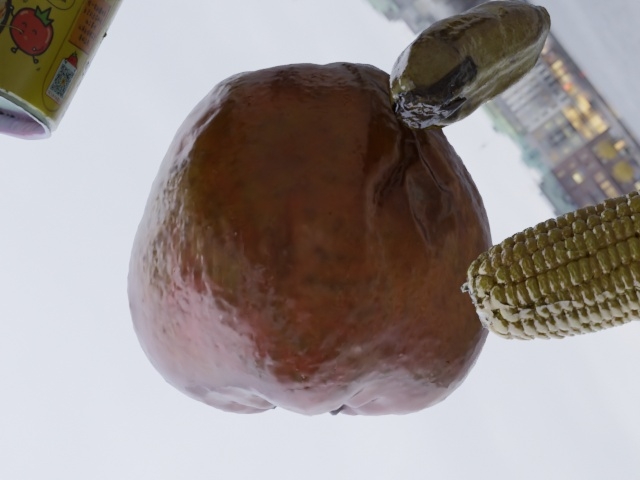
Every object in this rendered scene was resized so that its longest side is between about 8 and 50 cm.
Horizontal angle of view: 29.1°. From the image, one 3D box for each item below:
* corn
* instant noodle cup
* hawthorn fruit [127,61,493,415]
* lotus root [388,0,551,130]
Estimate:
[{"bbox_3d":[0.249,0.005,0.869,0.102,0.313,0.102,-14,-90,-76],"label":"corn"},{"bbox_3d":[-0.387,-0.281,1.441,0.326,0.254,0.325,18,169,4],"label":"instant noodle cup"},{"bbox_3d":[0.000,0.000,1.505,0.472,0.472,0.472,48,-165,-17],"label":"hawthorn fruit"},{"bbox_3d":[0.160,-0.195,1.360,0.097,0.110,0.258,32,-135,31],"label":"lotus root"}]
